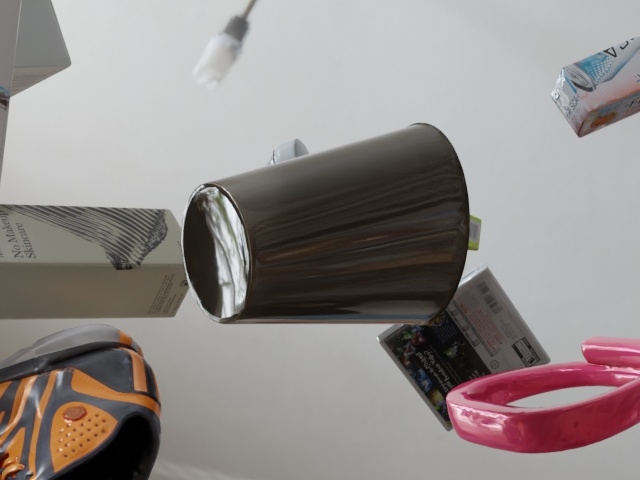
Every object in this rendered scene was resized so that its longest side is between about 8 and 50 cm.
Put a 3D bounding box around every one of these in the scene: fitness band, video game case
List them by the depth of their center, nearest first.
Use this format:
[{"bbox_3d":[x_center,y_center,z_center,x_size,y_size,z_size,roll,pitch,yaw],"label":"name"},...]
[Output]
[{"bbox_3d":[0.254,0.162,1.543,0.291,0.209,0.054,-5,-75,68],"label":"fitness band"},{"bbox_3d":[0.193,0.144,1.970,0.173,0.022,0.190,-35,-59,3],"label":"video game case"}]

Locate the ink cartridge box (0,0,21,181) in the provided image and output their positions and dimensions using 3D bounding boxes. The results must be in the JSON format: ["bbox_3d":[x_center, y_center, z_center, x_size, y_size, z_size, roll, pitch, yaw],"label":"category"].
[{"bbox_3d":[-0.407,-0.094,1.351,0.197,0.270,0.198,14,-28,-26],"label":"ink cartridge box"}]

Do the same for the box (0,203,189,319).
[{"bbox_3d":[-0.293,0.025,1.764,0.275,0.113,0.094,1,-47,-37],"label":"box"}]

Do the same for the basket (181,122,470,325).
[{"bbox_3d":[0.000,0.000,1.361,0.154,0.227,0.204,39,-52,47],"label":"basket"}]

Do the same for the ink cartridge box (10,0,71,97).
[{"bbox_3d":[-0.545,-0.210,1.796,0.384,0.279,0.160,-22,-94,34],"label":"ink cartridge box"}]

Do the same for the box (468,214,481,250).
[{"bbox_3d":[0.083,-0.018,1.702,0.178,0.042,0.109,3,-6,26],"label":"box"}]

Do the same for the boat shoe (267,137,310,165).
[{"bbox_3d":[-0.043,-0.018,1.868,0.105,0.113,0.306,-9,-27,5],"label":"boat shoe"}]

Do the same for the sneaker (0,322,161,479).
[{"bbox_3d":[-0.281,0.192,1.225,0.321,0.180,0.124,-27,-53,-3],"label":"sneaker"}]

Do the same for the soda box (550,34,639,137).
[{"bbox_3d":[0.341,-0.178,1.575,0.063,0.183,0.058,60,-19,21],"label":"soda box"}]
